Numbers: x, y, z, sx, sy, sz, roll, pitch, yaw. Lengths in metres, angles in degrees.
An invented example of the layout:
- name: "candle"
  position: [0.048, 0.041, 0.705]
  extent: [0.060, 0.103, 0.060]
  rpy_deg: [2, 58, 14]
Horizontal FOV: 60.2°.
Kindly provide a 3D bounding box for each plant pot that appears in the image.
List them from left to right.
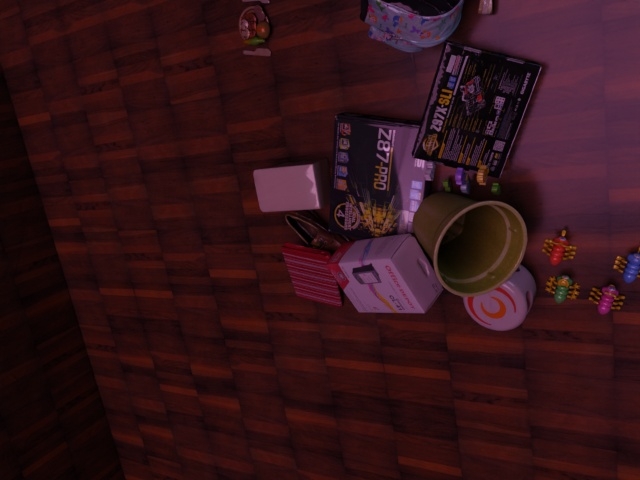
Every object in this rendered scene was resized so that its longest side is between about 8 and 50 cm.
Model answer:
- name: "plant pot"
  position: [0.394, -0.019, 1.574]
  extent: [0.275, 0.254, 0.276]
  rpy_deg: [-6, 113, -14]

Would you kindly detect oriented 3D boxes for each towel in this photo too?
- name: "towel"
  position: [-0.026, 0.125, 1.979]
  extent: [0.198, 0.031, 0.275]
  rpy_deg: [12, 138, 26]

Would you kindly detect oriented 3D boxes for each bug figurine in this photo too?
- name: "bug figurine"
  position: [0.753, 0.095, 1.541]
  extent: [0.278, 0.072, 0.217]
  rpy_deg: [15, 115, 25]

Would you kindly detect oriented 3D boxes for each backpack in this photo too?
- name: "backpack"
  position: [0.252, -0.627, 1.478]
  extent: [0.253, 0.225, 0.191]
  rpy_deg: [24, 152, 20]

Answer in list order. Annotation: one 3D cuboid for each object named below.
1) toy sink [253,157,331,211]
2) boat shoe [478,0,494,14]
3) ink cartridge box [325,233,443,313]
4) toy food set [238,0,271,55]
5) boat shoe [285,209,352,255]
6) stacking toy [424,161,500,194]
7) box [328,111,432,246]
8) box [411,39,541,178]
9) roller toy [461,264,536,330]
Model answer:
- name: "toy sink"
  position: [-0.090, -0.190, 1.900]
  extent: [0.234, 0.131, 0.153]
  rpy_deg: [-3, 106, 26]
- name: "boat shoe"
  position: [0.435, -0.669, 1.462]
  extent: [0.045, 0.050, 0.136]
  rpy_deg: [3, 109, 24]
- name: "ink cartridge box"
  position: [0.198, 0.112, 1.757]
  extent: [0.306, 0.131, 0.226]
  rpy_deg: [-8, 122, 53]
- name: "toy food set"
  position: [-0.224, -0.716, 1.840]
  extent: [0.132, 0.038, 0.192]
  rpy_deg: [11, 113, 27]
- name: "boat shoe"
  position: [0.000, 0.000, 1.930]
  extent: [0.307, 0.104, 0.111]
  rpy_deg: [38, 122, 13]
- name: "stacking toy"
  position: [0.408, -0.165, 1.572]
  extent: [0.166, 0.221, 0.052]
  rpy_deg: [9, 83, 30]
- name: "box"
  position: [0.191, -0.189, 1.754]
  extent: [0.318, 0.097, 0.395]
  rpy_deg: [13, 113, 22]
- name: "box"
  position: [0.418, -0.354, 1.515]
  extent: [0.256, 0.079, 0.322]
  rpy_deg: [14, 115, 2]
- name: "roller toy"
  position: [0.538, 0.159, 1.647]
  extent: [0.209, 0.146, 0.191]
  rpy_deg: [50, 135, 1]
